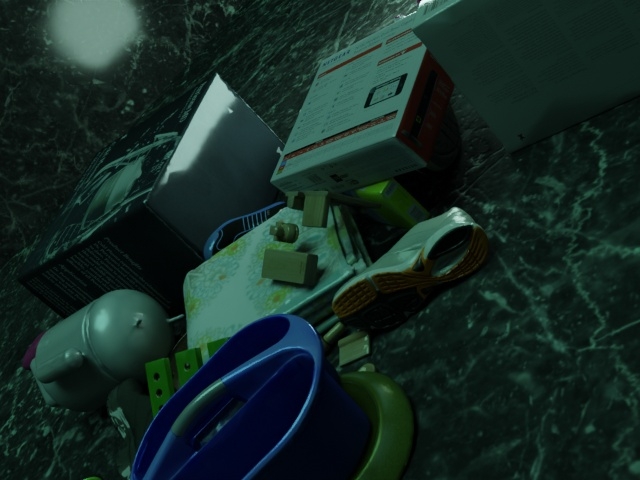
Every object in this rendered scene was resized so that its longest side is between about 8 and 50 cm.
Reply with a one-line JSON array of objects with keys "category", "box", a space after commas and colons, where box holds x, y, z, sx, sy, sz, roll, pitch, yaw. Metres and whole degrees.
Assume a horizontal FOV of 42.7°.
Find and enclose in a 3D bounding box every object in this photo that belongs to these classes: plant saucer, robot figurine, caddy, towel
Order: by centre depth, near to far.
[{"category": "caddy", "box": [-0.105, 0.254, 1.074, 0.341, 0.179, 0.241, -46, 32, 3]}, {"category": "plant saucer", "box": [0.016, 0.276, 1.111, 0.241, 0.037, 0.241, -29, 36, 24]}, {"category": "towel", "box": [-0.083, 0.082, 1.472, 0.375, 0.090, 0.320, -32, 31, 10]}, {"category": "plant saucer", "box": [-0.227, 0.224, 1.571, 0.199, 0.036, 0.198, -35, 27, 21]}, {"category": "robot figurine", "box": [-0.444, 0.227, 1.690, 0.354, 0.199, 0.300, -29, -3, 28]}]

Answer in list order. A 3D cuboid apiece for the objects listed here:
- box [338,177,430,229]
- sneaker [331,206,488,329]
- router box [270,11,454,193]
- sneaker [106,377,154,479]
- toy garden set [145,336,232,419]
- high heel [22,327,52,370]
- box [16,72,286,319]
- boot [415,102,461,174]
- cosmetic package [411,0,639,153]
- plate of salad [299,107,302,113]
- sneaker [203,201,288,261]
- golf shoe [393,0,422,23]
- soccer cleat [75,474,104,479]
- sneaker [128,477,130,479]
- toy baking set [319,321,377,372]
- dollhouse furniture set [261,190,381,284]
[{"category": "box", "box": [0.101, -0.071, 1.442, 0.042, 0.109, 0.178, -55, 28, -11]}, {"category": "sneaker", "box": [0.135, 0.042, 1.267, 0.262, 0.099, 0.121, -30, 21, 12]}, {"category": "router box", "box": [0.085, -0.235, 1.438, 0.335, 0.082, 0.301, -13, 48, 51]}, {"category": "sneaker", "box": [-0.297, 0.332, 1.462, 0.130, 0.109, 0.286, -38, 36, 0]}, {"category": "toy garden set", "box": [-0.157, 0.265, 1.299, 0.244, 0.049, 0.203, -20, 75, 28]}, {"category": "high heel", "box": [-0.666, 0.266, 2.093, 0.244, 0.082, 0.117, -32, 16, -2]}, {"category": "box", "box": [-0.374, -0.063, 1.915, 0.472, 0.297, 0.479, -23, 33, 33]}, {"category": "boot", "box": [0.112, -0.195, 1.578, 0.284, 0.138, 0.377, -35, 33, 27]}, {"category": "cosmetic package", "box": [0.372, -0.322, 1.217, 0.377, 0.284, 0.097, -24, 32, 36]}, {"category": "plate of salad", "box": [0.042, -0.336, 1.902, 0.200, 0.048, 0.200, -27, 18, 9]}, {"category": "sneaker", "box": [-0.125, -0.015, 1.656, 0.232, 0.081, 0.090, -32, 24, -28]}, {"category": "golf shoe", "box": [0.172, -0.408, 1.795, 0.306, 0.140, 0.115, -47, 27, 1]}, {"category": "soccer cleat", "box": [-0.470, 0.481, 1.526, 0.179, 0.060, 0.072, -40, 25, 15]}, {"category": "sneaker", "box": [-0.324, 0.481, 1.262, 0.268, 0.101, 0.153, -42, 24, 0]}, {"category": "toy baking set", "box": [-0.015, 0.233, 1.258, 0.256, 0.030, 0.196, -42, 27, 7]}, {"category": "dollhouse furniture set", "box": [0.000, 0.000, 1.381, 0.144, 0.123, 0.151, 5, 87, 49]}]
